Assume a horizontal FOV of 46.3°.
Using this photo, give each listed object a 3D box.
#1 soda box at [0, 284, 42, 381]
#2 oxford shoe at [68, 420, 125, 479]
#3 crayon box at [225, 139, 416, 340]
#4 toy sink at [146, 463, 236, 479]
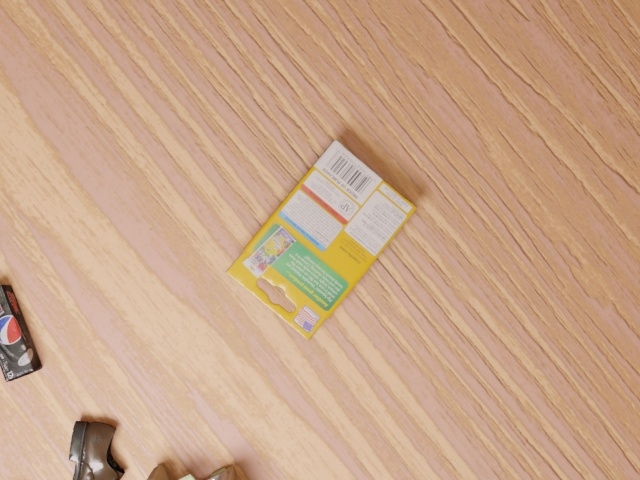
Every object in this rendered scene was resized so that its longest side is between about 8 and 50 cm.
[{"bbox_3d":[-0.565,0.166,1.354,0.053,0.060,0.169,-22,87,-6],"label":"soda box"},{"bbox_3d":[-0.402,0.442,1.339,0.096,0.083,0.228,4,86,-9],"label":"oxford shoe"},{"bbox_3d":[0.000,0.000,1.410,0.203,0.083,0.323,40,82,-1],"label":"crayon box"},{"bbox_3d":[-0.192,0.488,1.320,0.131,0.153,0.234,-26,87,-7],"label":"toy sink"}]
